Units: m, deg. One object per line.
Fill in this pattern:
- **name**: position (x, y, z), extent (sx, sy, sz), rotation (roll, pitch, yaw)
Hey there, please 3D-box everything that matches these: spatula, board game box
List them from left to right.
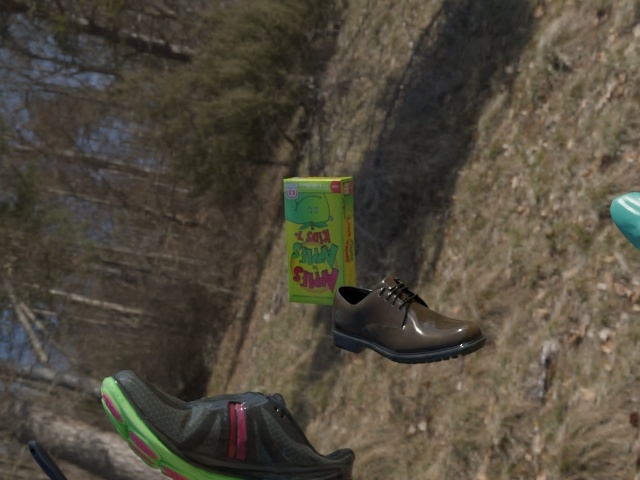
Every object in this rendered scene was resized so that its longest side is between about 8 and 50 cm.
- **spatula**: position (-0.416, 0.466, 1.371), extent (0.084, 0.296, 0.030), rotation (-40, -9, 38)
- **board game box**: position (0.000, 0.000, 1.160), extent (0.043, 0.092, 0.181), rotation (-21, -70, -63)

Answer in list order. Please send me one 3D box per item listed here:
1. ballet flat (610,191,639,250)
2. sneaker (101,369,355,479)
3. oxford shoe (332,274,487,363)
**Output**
- **ballet flat**: position (0.521, 0.015, 1.134), extent (0.083, 0.247, 0.087), rotation (-44, -13, 2)
- **sneaker**: position (-0.154, 0.341, 1.383), extent (0.185, 0.483, 0.202), rotation (-34, 29, 62)
- **oxford shoe**: position (0.099, 0.095, 0.990), extent (0.083, 0.227, 0.096), rotation (-21, -70, -48)
